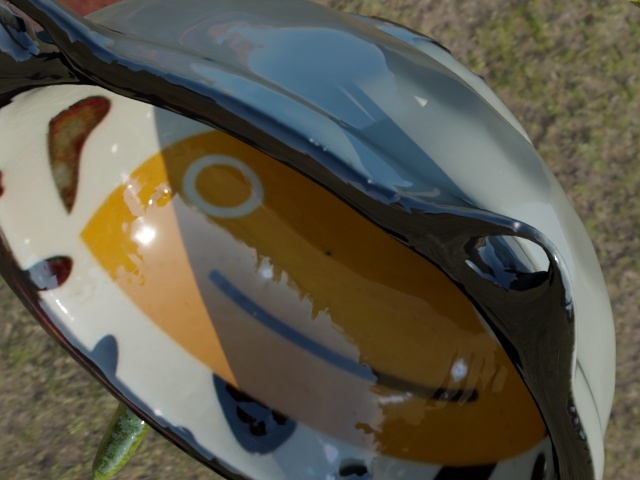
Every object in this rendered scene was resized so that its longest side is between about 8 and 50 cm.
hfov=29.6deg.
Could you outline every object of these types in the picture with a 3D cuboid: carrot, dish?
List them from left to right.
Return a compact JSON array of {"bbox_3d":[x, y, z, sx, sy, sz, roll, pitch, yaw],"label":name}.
[{"bbox_3d":[-0.239,0.199,1.777,0.074,0.074,0.358,33,88,-19],"label":"carrot"},{"bbox_3d":[0.000,0.000,0.472,0.303,0.303,0.120,43,59,-12],"label":"dish"}]

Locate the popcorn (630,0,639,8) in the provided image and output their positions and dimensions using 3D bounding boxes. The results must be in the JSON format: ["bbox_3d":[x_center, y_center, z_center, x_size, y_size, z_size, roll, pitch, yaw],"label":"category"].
[{"bbox_3d":[0.193,-0.184,0.461,0.195,0.256,0.254,-7,50,-9],"label":"popcorn"}]

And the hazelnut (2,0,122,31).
[{"bbox_3d":[-0.219,-0.186,1.127,0.214,0.176,0.214,-27,125,-46],"label":"hazelnut"}]
